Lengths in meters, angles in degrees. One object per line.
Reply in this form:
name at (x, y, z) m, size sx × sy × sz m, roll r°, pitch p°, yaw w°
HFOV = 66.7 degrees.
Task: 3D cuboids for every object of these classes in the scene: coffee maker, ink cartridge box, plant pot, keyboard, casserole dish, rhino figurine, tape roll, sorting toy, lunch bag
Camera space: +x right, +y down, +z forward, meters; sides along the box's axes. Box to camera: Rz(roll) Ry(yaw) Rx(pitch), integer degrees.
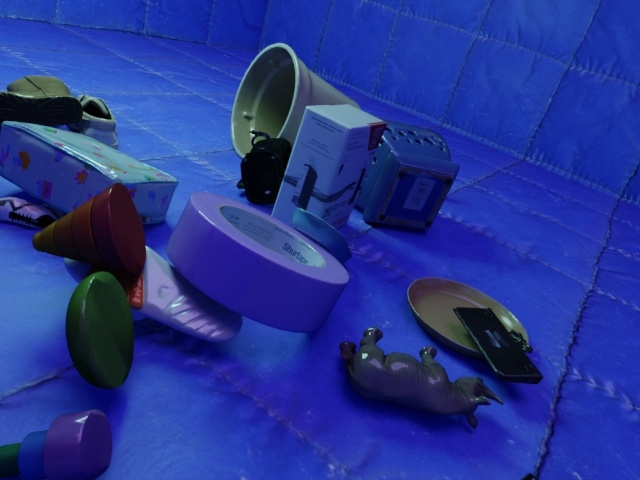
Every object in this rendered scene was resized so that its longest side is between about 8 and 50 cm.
coffee maker at (-0.122, -0.194, 1.187) m, size 0.120 × 0.171 × 0.178 m, roll 16°, pitch 25°, yaw -5°
ink cartridge box at (0.017, -0.150, 1.079) m, size 0.114 × 0.273 × 0.197 m, roll 31°, pitch 28°, yaw 18°
plant pot at (0.272, 0.149, 0.922) m, size 0.236 × 0.032 × 0.236 m, roll 15°, pitch 25°, yaw -7°
keyboard at (0.307, 0.175, 0.831) m, size 0.108 × 0.023 × 0.180 m, roll 4°, pitch 29°, yaw -14°
plant pot at (0.213, -0.164, 1.286) m, size 0.236 × 0.236 × 0.212 m, roll 8°, pitch 33°, yaw -21°
casserole dish at (0.000, 0.000, 0.944) m, size 0.114 × 0.037 × 0.188 m, roll 30°, pitch -12°, yaw 20°
rhino figurine at (0.145, 0.200, 0.690) m, size 0.243 × 0.073 × 0.106 m, roll 18°, pitch 22°, yaw -4°
tape roll at (-0.094, 0.029, 0.763) m, size 0.274 × 0.090 × 0.275 m, roll 29°, pitch 9°, yaw -5°
sorting toy at (-0.288, 0.087, 0.546) m, size 0.126 × 0.127 × 0.366 m, roll -9°, pitch 50°, yaw -2°
lunch bag at (-0.414, -0.115, 0.890) m, size 0.279 × 0.108 × 0.224 m, roll 27°, pitch 9°, yaw 11°
plant pot at (-0.050, -0.362, 1.450) m, size 0.305 × 0.334 × 0.334 m, roll 11°, pitch 24°, yaw -39°

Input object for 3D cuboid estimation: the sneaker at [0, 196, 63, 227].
sneaker at (-0.486, -0.044, 0.803) m, size 0.109 × 0.040 × 0.044 m, roll 3°, pitch 32°, yaw -29°

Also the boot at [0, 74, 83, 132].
boot at (-0.694, -0.323, 1.128) m, size 0.236 × 0.089 × 0.269 m, roll -9°, pitch 30°, yaw -36°

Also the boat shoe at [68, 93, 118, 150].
boat shoe at (-0.566, -0.312, 1.218) m, size 0.109 × 0.098 × 0.302 m, roll 0°, pitch 31°, yaw -34°

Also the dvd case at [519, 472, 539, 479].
dvd case at (0.226, 0.357, 0.487) m, size 0.253 × 0.022 × 0.180 m, roll -7°, pitch 34°, yaw -41°

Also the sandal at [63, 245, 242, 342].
sandal at (-0.238, 0.081, 0.683) m, size 0.265 × 0.076 × 0.102 m, roll 30°, pitch 45°, yaw 2°
